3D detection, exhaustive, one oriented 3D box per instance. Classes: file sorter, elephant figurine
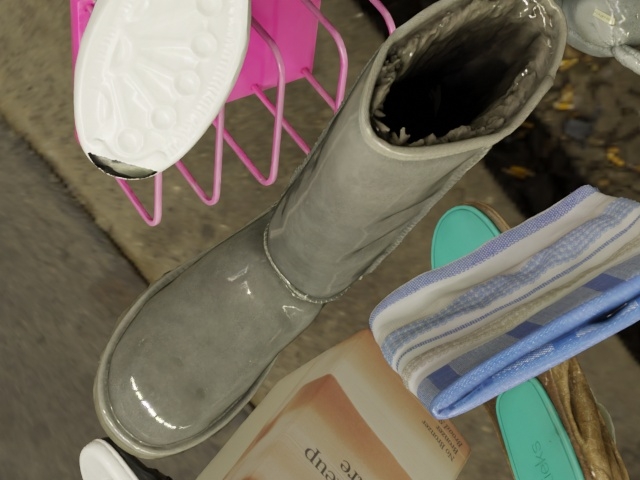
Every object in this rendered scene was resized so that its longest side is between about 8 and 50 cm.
[{"bbox_3d":[-0.087,-0.166,1.530,0.290,0.182,0.202,-21,143,-24],"label":"file sorter"},{"bbox_3d":[0.327,-0.296,1.598,0.239,0.169,0.186,-28,124,-52],"label":"elephant figurine"}]

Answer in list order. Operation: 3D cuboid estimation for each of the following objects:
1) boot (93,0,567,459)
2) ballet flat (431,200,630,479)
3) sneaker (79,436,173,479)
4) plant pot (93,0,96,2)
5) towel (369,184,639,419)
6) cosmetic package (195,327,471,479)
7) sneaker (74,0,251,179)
[{"bbox_3d":[-0.002,-0.001,0.593,0.076,0.208,0.190,44,66,-6],"label":"boot"},{"bbox_3d":[0.205,0.120,1.381,0.124,0.116,0.342,13,46,-45],"label":"ballet flat"},{"bbox_3d":[-0.117,0.247,1.345,0.121,0.079,0.217,-38,96,-37],"label":"sneaker"},{"bbox_3d":[-0.192,-0.317,1.425,0.167,0.165,0.167,-12,118,-23],"label":"plant pot"},{"bbox_3d":[0.137,0.031,0.974,0.209,0.285,0.034,-29,99,-1],"label":"towel"},{"bbox_3d":[-0.013,0.218,1.176,0.153,0.129,0.296,50,37,-7],"label":"cosmetic package"},{"bbox_3d":[-0.124,-0.217,1.280,0.130,0.236,0.323,16,96,-9],"label":"sneaker"}]
